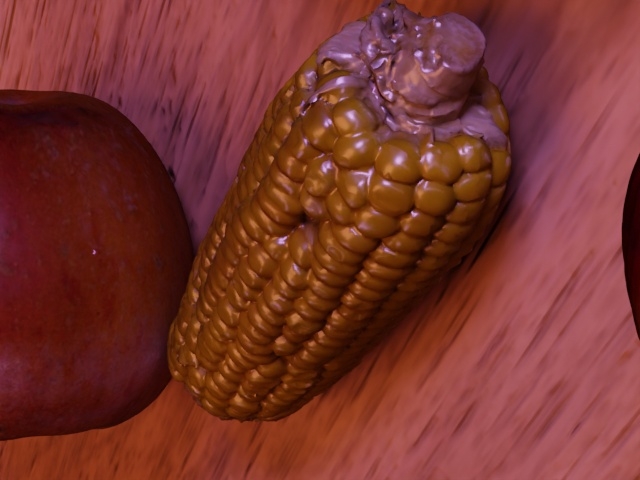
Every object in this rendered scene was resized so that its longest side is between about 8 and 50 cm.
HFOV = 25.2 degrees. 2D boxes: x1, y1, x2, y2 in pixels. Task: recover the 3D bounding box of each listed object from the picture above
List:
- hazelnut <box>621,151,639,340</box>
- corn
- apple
[{"bbox_3d":[0.184,0.003,0.456,0.160,0.170,0.202,48,-173,-14],"label":"hazelnut"},{"bbox_3d":[0.000,0.000,0.720,0.119,0.119,0.322,60,145,16],"label":"corn"},{"bbox_3d":[-0.196,0.009,0.873,0.253,0.253,0.254,26,125,45],"label":"apple"}]
